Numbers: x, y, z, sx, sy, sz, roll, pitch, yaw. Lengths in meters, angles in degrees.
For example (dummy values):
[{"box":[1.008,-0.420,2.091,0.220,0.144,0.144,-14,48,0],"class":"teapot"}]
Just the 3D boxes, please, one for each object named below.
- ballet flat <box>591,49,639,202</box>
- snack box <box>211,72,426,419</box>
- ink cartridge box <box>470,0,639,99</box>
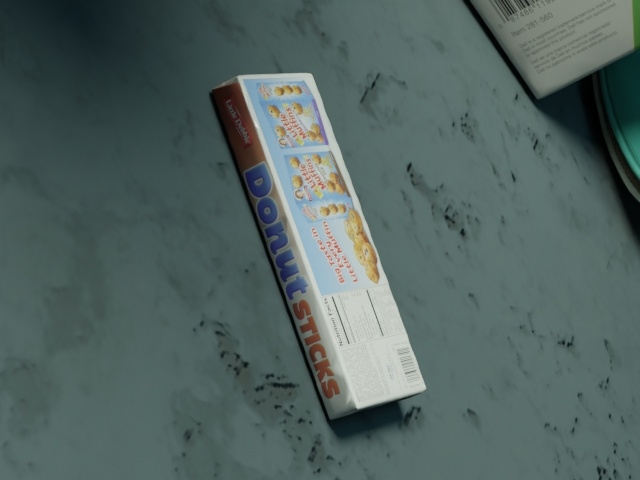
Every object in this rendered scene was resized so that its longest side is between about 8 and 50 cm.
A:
[{"box":[0.249,-0.183,1.341,0.139,0.139,0.400,19,54,-45],"class":"ballet flat"},{"box":[0.000,0.000,0.983,0.064,0.022,0.178,-9,76,-53],"class":"snack box"},{"box":[0.148,-0.222,1.189,0.219,0.160,0.092,54,35,-15],"class":"ink cartridge box"}]
